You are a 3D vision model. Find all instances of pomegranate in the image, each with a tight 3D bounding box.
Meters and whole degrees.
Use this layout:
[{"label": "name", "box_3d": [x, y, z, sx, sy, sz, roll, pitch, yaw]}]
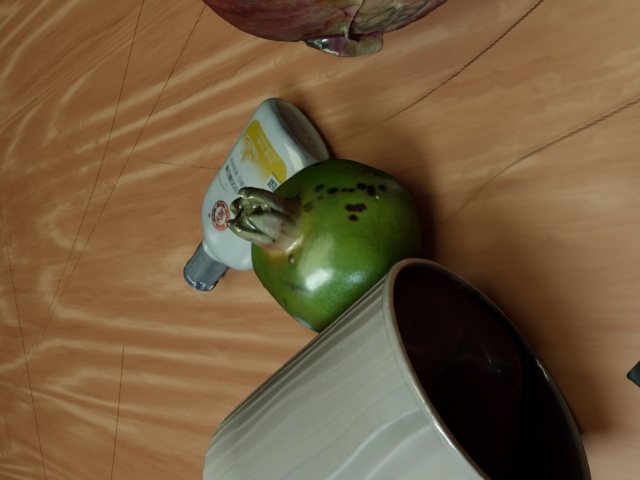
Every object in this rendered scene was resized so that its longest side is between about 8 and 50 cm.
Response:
[{"label": "pomegranate", "box_3d": [0.000, 0.000, 0.583, 0.180, 0.210, 0.179, -14, 68, 37]}]

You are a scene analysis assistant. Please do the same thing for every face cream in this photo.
[{"label": "face cream", "box_3d": [-0.098, -0.040, 0.778, 0.291, 0.071, 0.143, -49, 58, 35]}]

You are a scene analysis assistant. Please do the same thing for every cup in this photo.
[{"label": "cup", "box_3d": [0.077, 0.194, 0.520, 0.273, 0.288, 0.208, -42, 19, 30]}]

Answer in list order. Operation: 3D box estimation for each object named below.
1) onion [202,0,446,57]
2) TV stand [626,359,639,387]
[{"label": "onion", "box_3d": [0.030, -0.310, 0.461, 0.354, 0.354, 0.353, 2, 93, 46]}, {"label": "TV stand", "box_3d": [0.316, 0.014, 0.352, 0.088, 0.083, 0.269, 48, 122, 34]}]
